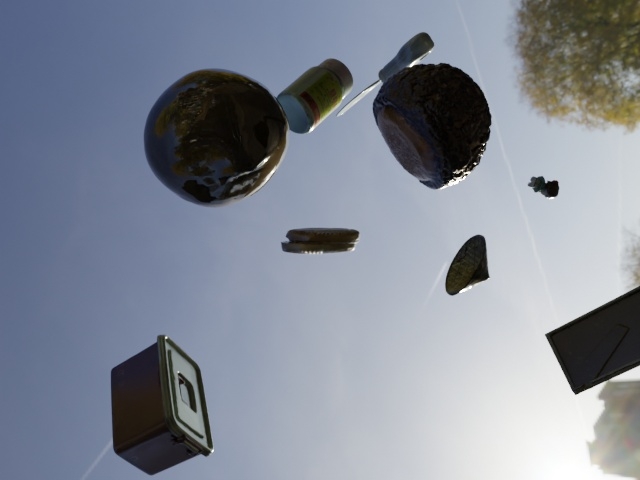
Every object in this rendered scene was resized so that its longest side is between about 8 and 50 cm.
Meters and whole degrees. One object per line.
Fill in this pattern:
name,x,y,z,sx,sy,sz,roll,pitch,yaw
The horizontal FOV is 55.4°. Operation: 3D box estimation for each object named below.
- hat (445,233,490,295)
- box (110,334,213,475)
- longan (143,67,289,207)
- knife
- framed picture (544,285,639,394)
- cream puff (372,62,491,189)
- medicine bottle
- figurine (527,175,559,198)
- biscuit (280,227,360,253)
hat,0.332,0.065,1.292,0.067,0.146,0.146,28,-127,-8
box,-0.383,0.393,1.443,0.193,0.168,0.294,61,-176,-43
longan,-0.224,-0.225,1.334,0.319,0.319,0.318,19,-115,-48
knife,0.113,-0.328,1.282,0.080,0.331,0.044,-40,-84,-38
framed picture,0.717,0.236,1.491,0.020,0.290,0.211,49,-160,-26
cream puff,0.211,-0.217,1.121,0.165,0.239,0.239,-36,-67,-9
medicine bottle,-0.016,-0.420,1.763,0.225,0.139,0.139,-48,-62,-31
figurine,0.643,-0.158,1.747,0.106,0.047,0.059,17,-105,-30
biscuit,0.000,0.000,1.981,0.259,0.259,0.079,-6,-82,-52
